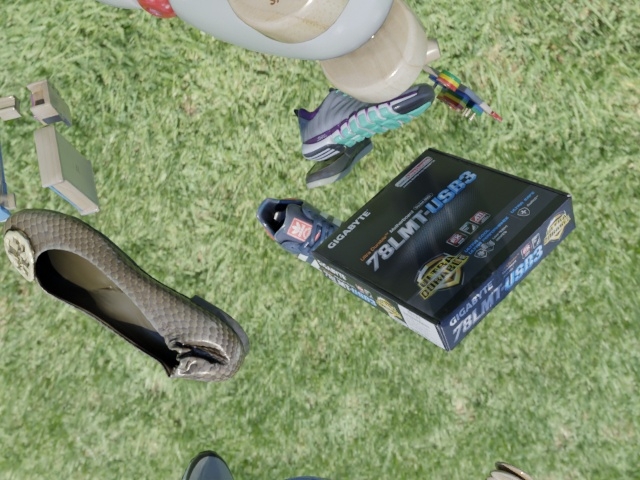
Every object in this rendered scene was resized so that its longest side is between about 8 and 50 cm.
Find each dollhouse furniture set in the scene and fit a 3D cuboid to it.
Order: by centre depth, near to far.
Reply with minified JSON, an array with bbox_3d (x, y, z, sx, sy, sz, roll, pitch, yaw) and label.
[{"bbox_3d":[-0.706,-0.163,1.551,0.303,0.286,0.198,-16,162,0],"label":"dollhouse furniture set"}]

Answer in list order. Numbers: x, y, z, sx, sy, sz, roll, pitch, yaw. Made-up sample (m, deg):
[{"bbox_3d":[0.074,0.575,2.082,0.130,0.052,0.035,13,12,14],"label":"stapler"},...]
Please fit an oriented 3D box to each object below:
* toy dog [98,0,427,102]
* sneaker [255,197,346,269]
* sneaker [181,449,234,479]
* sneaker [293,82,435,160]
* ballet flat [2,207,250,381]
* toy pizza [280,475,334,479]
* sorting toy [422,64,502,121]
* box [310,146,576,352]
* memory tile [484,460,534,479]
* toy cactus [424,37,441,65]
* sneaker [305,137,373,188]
[{"bbox_3d":[-0.061,-0.234,0.516,0.334,0.220,0.161,24,93,8],"label":"toy dog"},{"bbox_3d":[0.000,0.000,1.359,0.148,0.350,0.131,29,84,-48],"label":"sneaker"},{"bbox_3d":[-0.148,0.438,1.021,0.100,0.271,0.108,14,128,-28],"label":"sneaker"},{"bbox_3d":[0.057,-0.204,1.018,0.224,0.098,0.083,-22,168,23],"label":"sneaker"},{"bbox_3d":[-0.174,0.048,0.558,0.250,0.058,0.084,28,136,14],"label":"ballet flat"},{"bbox_3d":[-0.055,0.238,0.449,0.201,0.201,0.032,-31,100,20],"label":"toy pizza"},{"bbox_3d":[0.293,-0.313,1.480,0.274,0.132,0.046,18,109,-52],"label":"sorting toy"},{"bbox_3d":[0.183,-0.004,1.057,0.295,0.293,0.073,-40,131,-17],"label":"box"},{"bbox_3d":[0.220,0.250,0.615,0.148,0.012,0.113,25,155,17],"label":"memory tile"},{"bbox_3d":[0.116,-0.303,1.168,0.181,0.112,0.219,-12,106,17],"label":"toy cactus"},{"bbox_3d":[0.017,-0.189,1.319,0.083,0.222,0.118,-11,113,35],"label":"sneaker"}]
